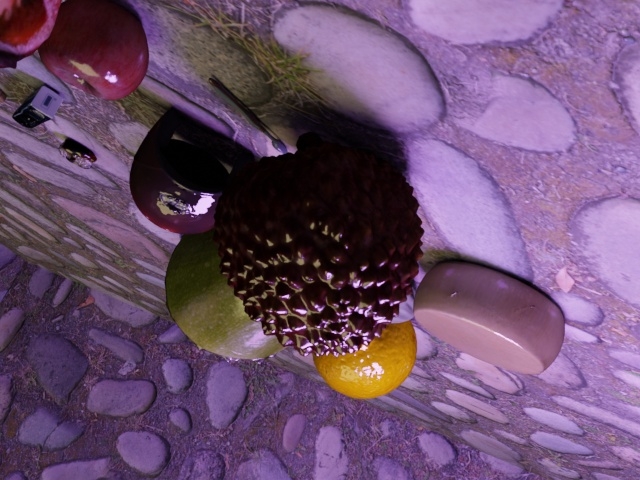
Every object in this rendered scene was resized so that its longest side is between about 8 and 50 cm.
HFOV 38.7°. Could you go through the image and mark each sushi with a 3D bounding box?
[{"bbox_3d":[-0.528,-0.195,1.993,0.083,0.044,0.046,30,142,-18],"label":"sushi"}]

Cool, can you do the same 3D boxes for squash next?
[{"bbox_3d":[-0.106,0.049,1.623,0.310,0.310,0.309,29,159,-8],"label":"squash"}]

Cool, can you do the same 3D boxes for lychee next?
[{"bbox_3d":[0.000,0.000,1.288,0.306,0.330,0.306,-5,170,-1],"label":"lychee"}]

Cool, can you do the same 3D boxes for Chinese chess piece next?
[{"bbox_3d":[0.294,0.136,1.594,0.273,0.102,0.273,25,166,7],"label":"Chinese chess piece"}]

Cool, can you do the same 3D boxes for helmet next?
[{"bbox_3d":[-0.227,-0.107,1.550,0.189,0.193,0.216,29,-167,-11],"label":"helmet"}]

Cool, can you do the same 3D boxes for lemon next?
[{"bbox_3d":[0.096,0.226,1.956,0.228,0.228,0.253,27,162,0],"label":"lemon"}]

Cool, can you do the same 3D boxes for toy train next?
[{"bbox_3d":[-0.566,-0.260,1.806,0.052,0.051,0.234,34,166,-24],"label":"toy train"}]

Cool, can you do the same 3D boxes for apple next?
[{"bbox_3d":[-0.308,-0.267,1.257,0.153,0.120,0.153,23,169,5],"label":"apple"}]

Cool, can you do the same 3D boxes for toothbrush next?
[{"bbox_3d":[-0.108,-0.187,1.379,0.019,0.013,0.193,23,167,45],"label":"toothbrush"}]

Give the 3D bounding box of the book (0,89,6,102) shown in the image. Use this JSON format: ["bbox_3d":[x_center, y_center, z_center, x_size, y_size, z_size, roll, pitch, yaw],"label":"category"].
[{"bbox_3d":[-0.784,-0.389,1.805,0.217,0.021,0.310,20,163,21],"label":"book"}]

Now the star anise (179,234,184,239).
[{"bbox_3d":[-0.281,-0.060,1.904,0.229,0.093,0.236,13,161,39],"label":"star anise"}]

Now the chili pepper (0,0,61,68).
[{"bbox_3d":[-0.474,-0.353,1.067,0.305,0.229,0.251,19,179,24],"label":"chili pepper"}]

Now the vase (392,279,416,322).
[{"bbox_3d":[0.126,0.101,1.721,0.128,0.128,0.248,20,172,23],"label":"vase"}]
